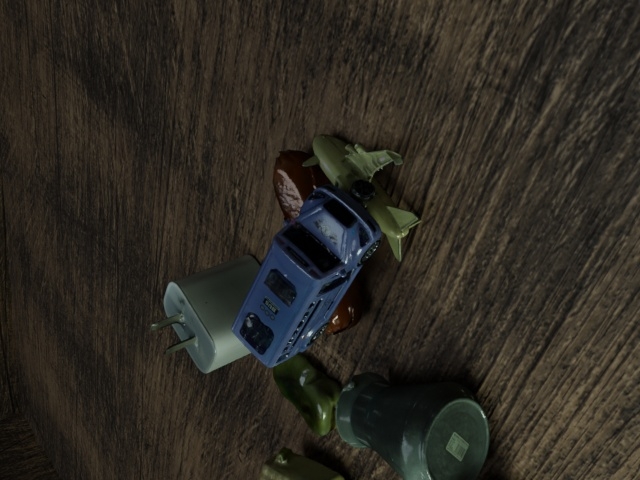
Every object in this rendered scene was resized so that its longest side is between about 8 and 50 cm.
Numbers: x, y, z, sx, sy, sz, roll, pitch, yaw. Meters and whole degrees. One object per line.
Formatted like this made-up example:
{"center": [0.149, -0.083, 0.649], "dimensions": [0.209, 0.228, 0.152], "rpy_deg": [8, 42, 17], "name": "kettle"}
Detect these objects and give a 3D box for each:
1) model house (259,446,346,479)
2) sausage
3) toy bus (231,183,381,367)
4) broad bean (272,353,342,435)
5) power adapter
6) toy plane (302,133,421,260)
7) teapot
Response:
{"center": [-0.031, 0.554, 1.344], "dimensions": [0.193, 0.174, 0.234], "rpy_deg": [3, 111, 50], "name": "model house"}
{"center": [0.000, 0.000, 1.132], "dimensions": [0.102, 0.102, 0.330], "rpy_deg": [-7, 102, 51], "name": "sausage"}
{"center": [-0.029, 0.059, 1.016], "dimensions": [0.125, 0.133, 0.292], "rpy_deg": [42, 129, 17], "name": "toy bus"}
{"center": [-0.022, 0.309, 1.326], "dimensions": [0.206, 0.072, 0.153], "rpy_deg": [24, 121, 56], "name": "broad bean"}
{"center": [-0.214, 0.155, 1.327], "dimensions": [0.187, 0.255, 0.124], "rpy_deg": [52, 141, 21], "name": "power adapter"}
{"center": [0.059, -0.083, 1.034], "dimensions": [0.244, 0.092, 0.229], "rpy_deg": [46, 150, 23], "name": "toy plane"}
{"center": [0.148, 0.306, 1.056], "dimensions": [0.203, 0.171, 0.225], "rpy_deg": [50, 156, -24], "name": "teapot"}
